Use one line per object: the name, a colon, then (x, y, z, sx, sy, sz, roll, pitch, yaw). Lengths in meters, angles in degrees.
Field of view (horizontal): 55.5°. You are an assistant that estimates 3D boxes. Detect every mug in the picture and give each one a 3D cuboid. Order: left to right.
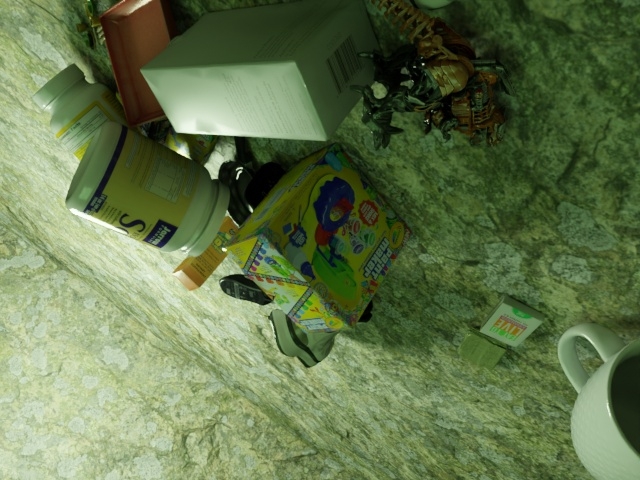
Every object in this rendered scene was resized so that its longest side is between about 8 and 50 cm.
mug: (0.620, 0.332, 1.220, 0.374, 0.276, 0.328, 57, 166, 26)

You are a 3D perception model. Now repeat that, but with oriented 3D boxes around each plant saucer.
plant saucer: (-0.371, -0.392, 1.317, 0.259, 0.047, 0.259, -2, 105, 47)

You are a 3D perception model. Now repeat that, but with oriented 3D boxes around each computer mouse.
computer mouse: (-0.201, 0.187, 2.014, 0.261, 0.060, 0.184, 12, 139, 16)

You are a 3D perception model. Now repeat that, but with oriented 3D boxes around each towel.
towel: (0.410, 0.273, 1.542, 0.110, 0.027, 0.148, 26, 147, 16)

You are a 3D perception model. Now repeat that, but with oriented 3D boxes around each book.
book: (0.438, 0.187, 1.397, 0.096, 0.035, 0.144, 27, 147, 9)

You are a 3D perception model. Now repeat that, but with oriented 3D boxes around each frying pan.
frying pan: (-0.207, -0.172, 1.530, 0.197, 0.053, 0.327, 17, 125, 47)

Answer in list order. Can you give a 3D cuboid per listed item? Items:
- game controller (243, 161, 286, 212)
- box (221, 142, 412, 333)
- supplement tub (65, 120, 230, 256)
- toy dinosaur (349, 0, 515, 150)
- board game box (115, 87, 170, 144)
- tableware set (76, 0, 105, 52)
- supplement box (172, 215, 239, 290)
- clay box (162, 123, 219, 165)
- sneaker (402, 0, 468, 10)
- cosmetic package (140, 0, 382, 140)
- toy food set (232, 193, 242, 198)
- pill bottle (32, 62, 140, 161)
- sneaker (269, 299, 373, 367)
game controller: (-0.052, -0.036, 1.448, 0.067, 0.166, 0.319, -31, 112, 31)
box: (0.000, 0.000, 1.324, 0.279, 0.290, 0.177, 47, 147, -19)
supplement tub: (-0.414, -0.115, 1.480, 0.331, 0.241, 0.241, 26, 156, -27)
toy dinosaur: (0.176, -0.261, 0.953, 0.218, 0.164, 0.322, -10, 121, 37)
board game box: (-0.433, -0.334, 1.493, 0.170, 0.048, 0.141, 56, 151, 6)
tableware set: (-0.538, -0.499, 1.409, 0.154, 0.024, 0.104, 7, 112, 58)
supplement box: (-0.315, 0.033, 1.741, 0.078, 0.233, 0.080, 47, 144, -17)
clay box: (-0.329, -0.260, 1.532, 0.127, 0.053, 0.222, 42, 148, -5)
sneaker: (0.082, -0.447, 0.796, 0.146, 0.122, 0.331, 0, 133, 43)
cosmetic package: (-0.110, -0.307, 1.094, 0.384, 0.217, 0.156, 11, 141, 39)
toy food set: (-0.223, -0.109, 1.664, 0.083, 0.020, 0.083, 14, 143, 33)
pill bottle: (-0.583, -0.291, 1.615, 0.187, 0.188, 0.334, -12, 124, 52)
sneaker: (0.044, 0.244, 1.734, 0.257, 0.169, 0.447, -19, 165, 9)
